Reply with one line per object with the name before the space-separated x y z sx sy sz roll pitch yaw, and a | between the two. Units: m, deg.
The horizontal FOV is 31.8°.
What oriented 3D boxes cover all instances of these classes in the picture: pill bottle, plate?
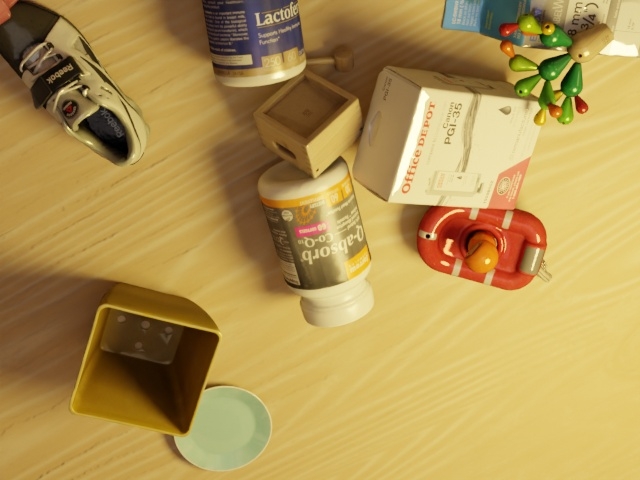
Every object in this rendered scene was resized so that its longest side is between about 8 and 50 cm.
pill bottle | -0.114 -0.389 1.781 0.153 0.153 0.265 -11 113 -5
pill bottle | 0.000 0.000 1.952 0.162 0.162 0.279 -17 113 -2
plate | -0.186 0.355 2.141 0.188 0.024 0.188 -3 113 -8

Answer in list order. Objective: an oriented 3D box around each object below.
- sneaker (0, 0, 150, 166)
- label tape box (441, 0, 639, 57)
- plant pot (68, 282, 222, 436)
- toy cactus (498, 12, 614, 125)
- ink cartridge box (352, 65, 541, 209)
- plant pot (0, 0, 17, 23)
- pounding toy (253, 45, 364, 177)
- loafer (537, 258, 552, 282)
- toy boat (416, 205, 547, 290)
sneaker | -0.399 -0.249 1.800 0.122 0.146 0.330 -42 110 10
label tape box | 0.391 -0.440 1.865 0.333 0.106 0.241 3 111 -10
plant pot | -0.307 0.187 1.965 0.212 0.187 0.212 15 110 -15
toy cactus | 0.395 -0.293 1.826 0.180 0.112 0.219 -33 111 -1
ink cartridge box | 0.218 -0.167 1.893 0.283 0.117 0.207 1 114 -34
plant pot | -0.494 -0.443 1.691 0.180 0.201 0.201 -37 113 -10
pounding toy | -0.010 -0.230 1.887 0.206 0.181 0.094 -44 147 -20
loafer | 0.393 0.029 2.091 0.125 0.045 0.039 40 95 -18
toy boat | 0.284 0.013 1.993 0.231 0.151 0.151 15 109 5
